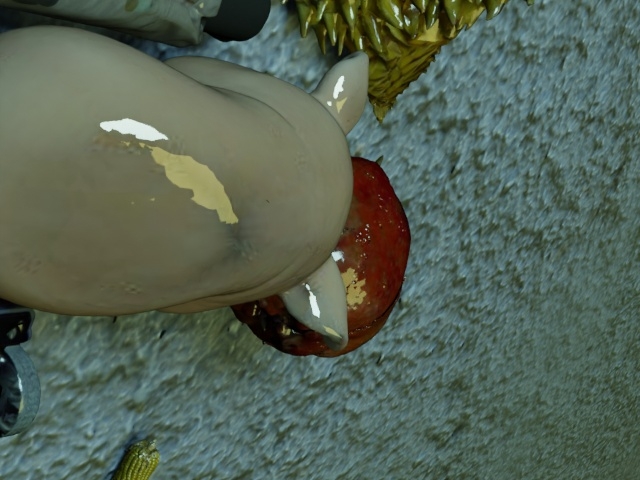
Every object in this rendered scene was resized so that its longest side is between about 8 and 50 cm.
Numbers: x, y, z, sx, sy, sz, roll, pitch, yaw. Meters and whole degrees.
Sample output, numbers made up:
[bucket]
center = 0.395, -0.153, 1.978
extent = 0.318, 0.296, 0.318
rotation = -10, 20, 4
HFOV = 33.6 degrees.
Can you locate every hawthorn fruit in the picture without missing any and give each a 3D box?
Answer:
[hawthorn fruit]
center = 0.000, 0.000, 0.777
extent = 0.172, 0.148, 0.148
rotation = -60, 155, -28

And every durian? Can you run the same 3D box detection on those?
[durian]
center = 0.068, -0.234, 0.677
extent = 0.195, 0.185, 0.305
rotation = 27, 106, -36

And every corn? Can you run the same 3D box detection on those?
[corn]
center = -0.156, 0.194, 0.859
extent = 0.083, 0.028, 0.027
rotation = -57, 155, 13

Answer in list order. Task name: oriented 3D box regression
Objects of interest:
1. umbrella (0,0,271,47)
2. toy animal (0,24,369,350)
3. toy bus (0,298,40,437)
[umbrella]
center = -0.140, -0.142, 0.500
extent = 0.337, 0.073, 0.067
rotation = 1, 128, -55
[toy animal]
center = -0.084, -0.035, 0.561
extent = 0.250, 0.154, 0.166
rotation = 2, 111, -42
[toy bus]
center = -0.265, 0.144, 0.557
extent = 0.125, 0.133, 0.292
rotation = -2, 120, -59
